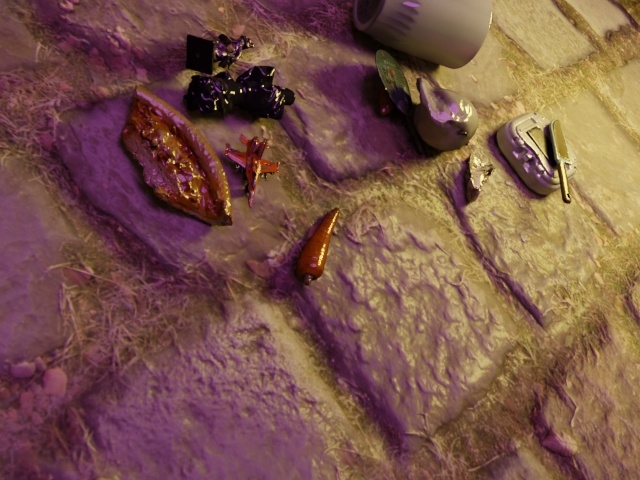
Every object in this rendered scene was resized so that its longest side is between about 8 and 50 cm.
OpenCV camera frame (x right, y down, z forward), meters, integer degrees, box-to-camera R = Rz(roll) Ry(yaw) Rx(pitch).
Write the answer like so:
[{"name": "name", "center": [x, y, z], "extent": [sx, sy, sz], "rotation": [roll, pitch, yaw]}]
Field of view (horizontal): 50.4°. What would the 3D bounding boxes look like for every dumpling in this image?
[{"name": "dumpling", "center": [0.331, -0.351, 1.908], "extent": [0.175, 0.243, 0.227], "rotation": [-31, 70, -14]}]

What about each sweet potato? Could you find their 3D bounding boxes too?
[{"name": "sweet potato", "center": [0.191, -0.414, 1.914], "extent": [0.056, 0.056, 0.195], "rotation": [33, 43, -11]}]

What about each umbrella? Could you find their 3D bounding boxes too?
[{"name": "umbrella", "center": [-0.179, -0.343, 1.586], "extent": [0.272, 0.110, 0.122], "rotation": [-7, 68, -34]}]

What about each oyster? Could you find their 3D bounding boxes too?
[{"name": "oyster", "center": [0.442, -0.185, 1.941], "extent": [0.106, 0.061, 0.200], "rotation": [37, 43, 16]}]

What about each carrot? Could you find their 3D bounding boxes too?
[{"name": "carrot", "center": [0.000, 0.000, 1.522], "extent": [0.061, 0.061, 0.257], "rotation": [32, 46, -12]}]

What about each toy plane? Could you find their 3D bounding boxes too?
[{"name": "toy plane", "center": [-0.155, -0.151, 1.521], "extent": [0.135, 0.062, 0.188], "rotation": [15, 69, -25]}]

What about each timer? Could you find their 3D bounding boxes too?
[{"name": "timer", "center": [0.681, -0.277, 2.118], "extent": [0.237, 0.087, 0.262], "rotation": [-28, 80, -41]}]

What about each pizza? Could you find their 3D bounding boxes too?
[{"name": "pizza", "center": [-0.304, -0.174, 1.420], "extent": [0.182, 0.074, 0.365], "rotation": [-18, 72, -48]}]

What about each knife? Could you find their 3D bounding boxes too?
[{"name": "knife", "center": [0.727, -0.244, 2.052], "extent": [0.061, 0.027, 0.343], "rotation": [19, 53, -22]}]

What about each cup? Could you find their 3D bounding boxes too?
[{"name": "cup", "center": [0.300, -0.672, 2.019], "extent": [0.371, 0.253, 0.253], "rotation": [8, 58, -25]}]

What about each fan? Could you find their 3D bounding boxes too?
[{"name": "fan", "center": [0.211, -0.406, 1.877], "extent": [0.223, 0.012, 0.294], "rotation": [35, 41, -49]}]

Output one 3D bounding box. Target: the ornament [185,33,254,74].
[{"name": "ornament", "center": [-0.241, -0.463, 1.652], "extent": [0.081, 0.088, 0.203], "rotation": [19, 32, 19]}]
